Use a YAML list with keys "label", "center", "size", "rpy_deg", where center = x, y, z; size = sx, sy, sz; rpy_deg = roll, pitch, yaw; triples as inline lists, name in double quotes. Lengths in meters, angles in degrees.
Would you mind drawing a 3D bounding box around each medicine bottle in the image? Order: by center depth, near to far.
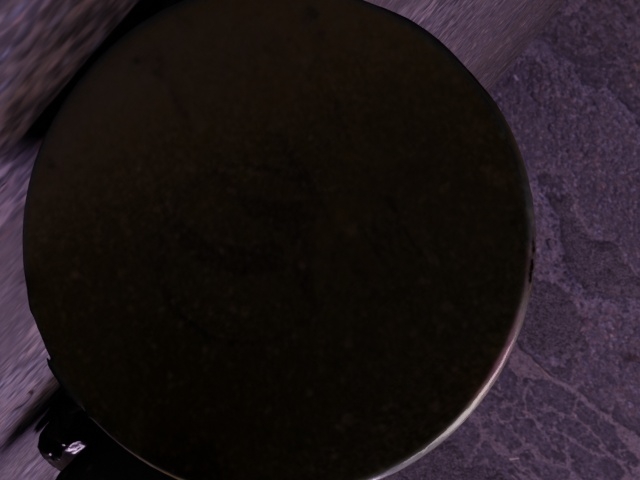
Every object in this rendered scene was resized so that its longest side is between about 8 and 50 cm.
- label: "medicine bottle"
  center: [0.000, 0.000, 0.670]
  size: [0.151, 0.151, 0.322]
  rpy_deg: [-49, 177, 3]

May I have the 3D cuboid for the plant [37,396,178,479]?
- label: "plant"
  center: [-0.076, 0.120, 1.069]
  size: [0.142, 0.164, 0.256]
  rpy_deg: [-47, -166, 53]
